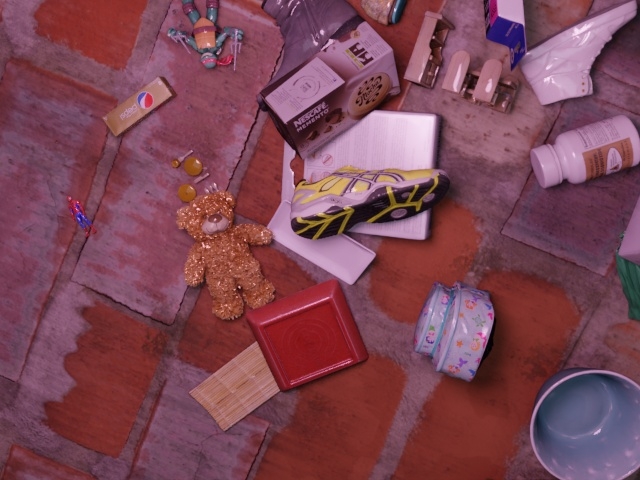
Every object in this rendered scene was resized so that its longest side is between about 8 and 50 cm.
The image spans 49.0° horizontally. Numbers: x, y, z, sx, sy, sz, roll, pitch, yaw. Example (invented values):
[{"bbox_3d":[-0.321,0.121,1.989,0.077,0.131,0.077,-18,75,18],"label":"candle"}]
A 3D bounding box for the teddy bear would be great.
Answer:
[{"bbox_3d":[-0.238,0.045,1.785,0.245,0.113,0.337,-2,106,0],"label":"teddy bear"}]

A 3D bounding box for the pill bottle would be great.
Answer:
[{"bbox_3d":[0.638,-0.209,1.700,0.229,0.131,0.131,-18,100,6],"label":"pill bottle"}]

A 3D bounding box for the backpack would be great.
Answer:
[{"bbox_3d":[0.335,0.221,1.733,0.191,0.253,0.225,17,102,-1],"label":"backpack"}]

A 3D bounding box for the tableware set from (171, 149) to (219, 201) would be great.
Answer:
[{"bbox_3d":[-0.327,-0.148,1.808,0.104,0.024,0.154,-32,99,11],"label":"tableware set"}]

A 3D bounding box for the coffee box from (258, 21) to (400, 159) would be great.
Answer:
[{"bbox_3d":[0.027,-0.346,1.637,0.297,0.168,0.119,-35,63,-4],"label":"coffee box"}]

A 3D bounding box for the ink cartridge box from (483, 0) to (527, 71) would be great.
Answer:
[{"bbox_3d":[0.408,-0.582,1.583,0.069,0.176,0.370,-6,89,5],"label":"ink cartridge box"}]

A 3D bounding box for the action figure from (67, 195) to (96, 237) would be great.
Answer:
[{"bbox_3d":[-0.628,-0.065,1.833,0.038,0.030,0.115,-27,97,12],"label":"action figure"}]

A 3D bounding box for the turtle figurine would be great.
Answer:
[{"bbox_3d":[-0.280,-0.505,1.690,0.175,0.118,0.234,-10,85,-11],"label":"turtle figurine"}]

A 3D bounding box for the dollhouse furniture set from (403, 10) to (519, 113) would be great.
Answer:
[{"bbox_3d":[0.343,-0.415,1.637,0.242,0.212,0.160,23,102,23],"label":"dollhouse furniture set"}]

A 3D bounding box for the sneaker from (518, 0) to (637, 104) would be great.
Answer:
[{"bbox_3d":[0.634,-0.438,1.676,0.293,0.108,0.169,-27,100,17],"label":"sneaker"}]

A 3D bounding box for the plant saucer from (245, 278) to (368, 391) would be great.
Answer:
[{"bbox_3d":[-0.031,0.260,1.830,0.259,0.047,0.258,-22,110,2],"label":"plant saucer"}]

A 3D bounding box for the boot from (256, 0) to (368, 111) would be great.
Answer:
[{"bbox_3d":[-0.072,-0.490,1.700,0.338,0.118,0.222,-41,90,2],"label":"boot"}]

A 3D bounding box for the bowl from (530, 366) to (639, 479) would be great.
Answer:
[{"bbox_3d":[0.677,0.454,1.809,0.312,0.163,0.311,0,100,2],"label":"bowl"}]

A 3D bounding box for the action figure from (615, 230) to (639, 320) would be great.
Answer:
[{"bbox_3d":[0.800,0.087,1.770,0.064,0.137,0.232,-18,91,-18],"label":"action figure"}]

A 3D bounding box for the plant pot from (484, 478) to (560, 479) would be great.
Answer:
[{"bbox_3d":[0.577,0.770,1.806,0.353,0.366,0.366,10,101,13],"label":"plant pot"}]

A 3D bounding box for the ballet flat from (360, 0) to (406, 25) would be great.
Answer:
[{"bbox_3d":[0.197,-0.681,1.643,0.123,0.123,0.348,26,101,-3],"label":"ballet flat"}]

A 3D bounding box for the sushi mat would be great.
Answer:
[{"bbox_3d":[-0.189,0.375,1.902,0.317,0.019,0.151,-37,96,8],"label":"sushi mat"}]

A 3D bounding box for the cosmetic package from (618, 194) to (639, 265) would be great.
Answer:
[{"bbox_3d":[0.974,-0.040,1.582,0.394,0.329,0.327,25,84,-3],"label":"cosmetic package"}]

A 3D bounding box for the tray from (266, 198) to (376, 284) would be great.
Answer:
[{"bbox_3d":[0.000,0.000,1.793,0.270,0.030,0.145,31,136,-4],"label":"tray"}]

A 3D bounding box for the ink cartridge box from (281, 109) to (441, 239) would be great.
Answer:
[{"bbox_3d":[0.098,-0.177,1.772,0.385,0.091,0.308,7,102,18],"label":"ink cartridge box"}]

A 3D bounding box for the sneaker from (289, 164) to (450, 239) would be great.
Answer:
[{"bbox_3d":[0.109,-0.123,1.654,0.385,0.145,0.147,-11,60,5],"label":"sneaker"}]

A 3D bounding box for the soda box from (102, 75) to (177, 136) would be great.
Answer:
[{"bbox_3d":[-0.452,-0.335,1.755,0.181,0.061,0.058,-34,98,8],"label":"soda box"}]
